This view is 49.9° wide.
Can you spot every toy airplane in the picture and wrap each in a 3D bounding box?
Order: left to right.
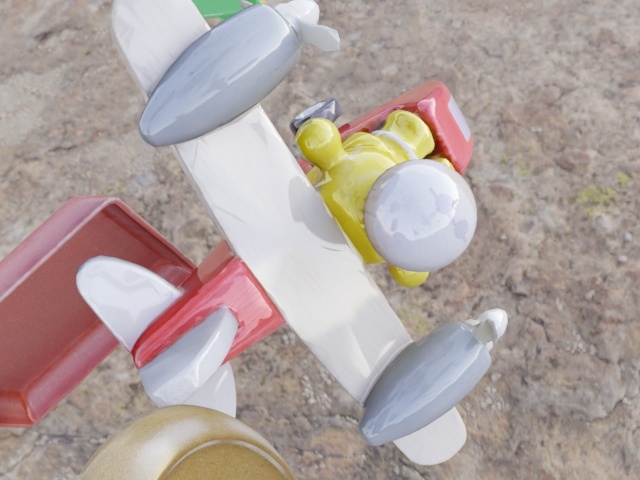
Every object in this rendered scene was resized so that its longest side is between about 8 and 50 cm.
[{"bbox_3d":[0.000,0.000,0.581,0.272,0.386,0.384,-7,76,51],"label":"toy airplane"}]

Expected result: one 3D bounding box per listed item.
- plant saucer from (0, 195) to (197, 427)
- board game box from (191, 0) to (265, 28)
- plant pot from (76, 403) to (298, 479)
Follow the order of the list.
[{"bbox_3d":[-0.261,0.073,0.671,0.048,0.258,0.259,43,83,15],"label":"plant saucer"},{"bbox_3d":[-0.127,-0.327,0.661,0.124,0.259,0.039,0,20,16],"label":"board game box"},{"bbox_3d":[-0.055,0.210,0.399,0.032,0.236,0.236,-21,47,26],"label":"plant pot"}]
